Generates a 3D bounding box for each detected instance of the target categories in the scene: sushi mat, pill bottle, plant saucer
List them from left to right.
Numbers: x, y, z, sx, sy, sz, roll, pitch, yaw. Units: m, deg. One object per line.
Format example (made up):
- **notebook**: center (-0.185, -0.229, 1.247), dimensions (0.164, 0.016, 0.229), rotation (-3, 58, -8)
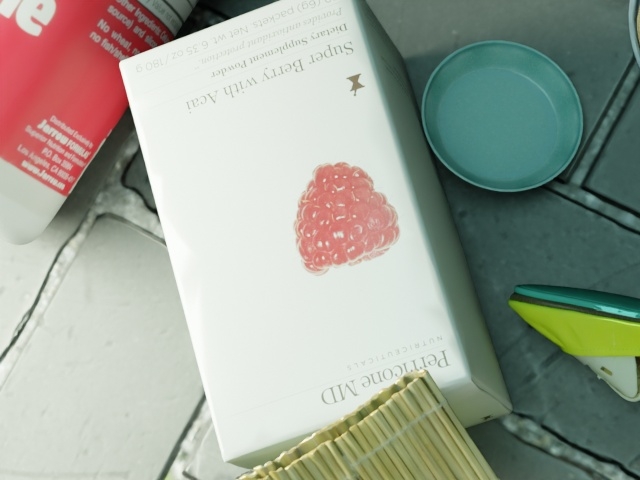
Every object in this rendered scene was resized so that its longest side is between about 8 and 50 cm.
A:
- **pill bottle**: center (-0.203, -0.220, 1.226), dimensions (0.229, 0.229, 0.407), rotation (32, 88, 21)
- **sushi mat**: center (0.084, 0.242, 1.049), dimensions (0.151, 0.019, 0.316), rotation (-31, 107, 6)
- **plant saucer**: center (0.131, -0.088, 1.190), dimensions (0.119, 0.021, 0.119), rotation (2, 72, -5)

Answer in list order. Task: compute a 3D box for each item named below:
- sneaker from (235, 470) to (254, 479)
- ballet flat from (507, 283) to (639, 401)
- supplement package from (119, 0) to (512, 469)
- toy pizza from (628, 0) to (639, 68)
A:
- **sneaker**: center (-0.044, 0.298, 1.138), dimensions (0.108, 0.100, 0.271), rotation (3, 74, -8)
- **ballet flat**: center (0.241, 0.075, 1.112), dimensions (0.231, 0.077, 0.077), rotation (3, 95, 15)
- **supplement package**: center (0.000, 0.000, 1.141), dimensions (0.177, 0.175, 0.293), rotation (-20, 73, 10)
- **toy pizza**: center (0.321, -0.168, 1.163), dimensions (0.201, 0.032, 0.201), rotation (-4, 76, 15)
